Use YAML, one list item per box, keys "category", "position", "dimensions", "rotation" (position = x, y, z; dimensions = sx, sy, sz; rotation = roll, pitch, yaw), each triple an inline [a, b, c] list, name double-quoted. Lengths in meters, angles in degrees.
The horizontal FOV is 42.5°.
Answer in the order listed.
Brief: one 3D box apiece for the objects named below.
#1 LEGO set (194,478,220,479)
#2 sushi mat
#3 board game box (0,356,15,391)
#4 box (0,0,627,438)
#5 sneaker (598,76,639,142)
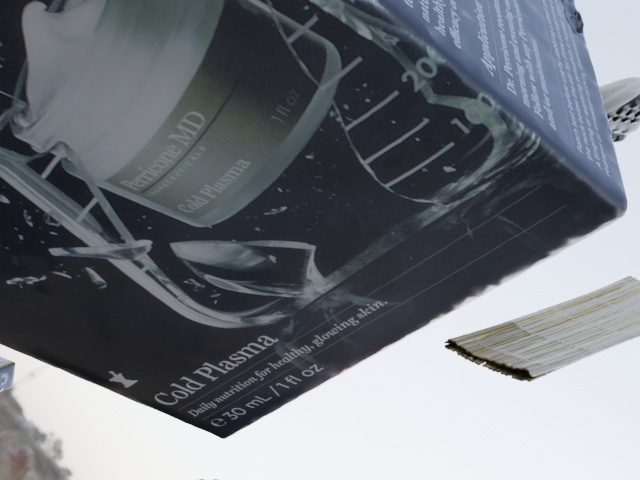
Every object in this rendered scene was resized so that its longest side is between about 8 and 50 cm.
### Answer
- category: "LEGO set"
  position: [-0.190, 0.594, 1.628]
  dimensions: [0.132, 0.107, 0.287]
  rotation: [12, -67, 17]
- category: "sushi mat"
  position: [0.314, 0.099, 0.986]
  dimensions: [0.151, 0.316, 0.019]
  rotation: [17, -63, 59]
- category: "board game box"
  position: [-0.570, 0.195, 1.130]
  dimensions: [0.165, 0.243, 0.042]
  rotation: [17, -75, 19]
- category: "box"
  position: [-0.109, -0.117, 0.672]
  dimensions: [0.472, 0.297, 0.480]
  rotation: [32, -49, -28]
- category: "sneaker"
  position: [0.292, -0.162, 1.066]
  dimensions: [0.292, 0.110, 0.118]
  rotation: [-19, -111, 53]
